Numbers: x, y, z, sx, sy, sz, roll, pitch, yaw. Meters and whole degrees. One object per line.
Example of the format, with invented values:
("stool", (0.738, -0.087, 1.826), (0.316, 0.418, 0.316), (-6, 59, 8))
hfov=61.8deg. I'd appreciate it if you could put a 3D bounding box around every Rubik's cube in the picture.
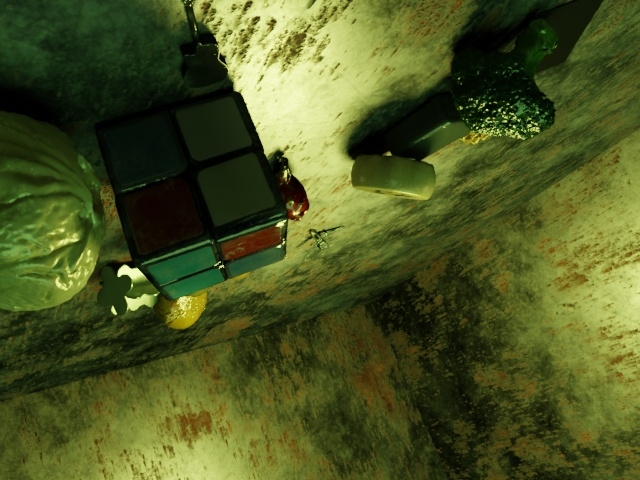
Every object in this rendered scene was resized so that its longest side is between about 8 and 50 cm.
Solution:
("Rubik's cube", (-0.265, -0.085, 1.175), (0.315, 0.314, 0.318), (-19, 163, -10))

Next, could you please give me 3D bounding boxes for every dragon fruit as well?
("dragon fruit", (-0.098, -0.152, 1.536), (0.125, 0.126, 0.246), (-8, 147, -4))

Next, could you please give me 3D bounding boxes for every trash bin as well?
("trash bin", (0.325, -0.325, 1.573), (0.236, 0.101, 0.176), (-31, 163, 30))

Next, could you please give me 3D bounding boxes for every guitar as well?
("guitar", (-0.215, -0.351, 0.937), (0.088, 0.025, 0.233), (-19, 162, -10))

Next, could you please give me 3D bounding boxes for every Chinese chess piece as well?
("Chinese chess piece", (0.220, -0.192, 1.620), (0.257, 0.104, 0.257), (9, -179, 0))

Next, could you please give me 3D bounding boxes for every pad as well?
("pad", (0.637, -0.547, 1.461), (0.202, 0.005, 0.300), (-22, 163, -4))

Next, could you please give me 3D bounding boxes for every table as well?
("table", (-0.596, 0.150, 1.745), (0.166, 0.167, 0.198), (-31, 169, 25))

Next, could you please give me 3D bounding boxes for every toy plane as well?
("toy plane", (0.002, 0.003, 2.196), (0.226, 0.058, 0.226), (-41, 161, 3))

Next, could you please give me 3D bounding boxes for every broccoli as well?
("broccoli", (0.479, -0.392, 1.340), (0.297, 0.297, 0.297), (-48, 158, 7))

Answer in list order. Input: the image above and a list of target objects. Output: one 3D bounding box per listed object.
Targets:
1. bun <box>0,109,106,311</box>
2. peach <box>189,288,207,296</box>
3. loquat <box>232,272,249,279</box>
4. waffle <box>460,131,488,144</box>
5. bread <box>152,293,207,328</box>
("bun", (-0.507, -0.051, 0.946), (0.227, 0.353, 0.349), (-8, -174, -11))
("peach", (-0.392, 0.056, 1.661), (0.235, 0.214, 0.214), (-45, 158, 9))
("loquat", (-0.302, 0.074, 1.902), (0.141, 0.141, 0.141), (-21, 162, -7))
("waffle", (0.529, -0.381, 1.732), (0.160, 0.055, 0.211), (-17, 163, -20))
("bread", (-0.512, 0.205, 1.941), (0.139, 0.240, 0.240), (16, 172, 18))
